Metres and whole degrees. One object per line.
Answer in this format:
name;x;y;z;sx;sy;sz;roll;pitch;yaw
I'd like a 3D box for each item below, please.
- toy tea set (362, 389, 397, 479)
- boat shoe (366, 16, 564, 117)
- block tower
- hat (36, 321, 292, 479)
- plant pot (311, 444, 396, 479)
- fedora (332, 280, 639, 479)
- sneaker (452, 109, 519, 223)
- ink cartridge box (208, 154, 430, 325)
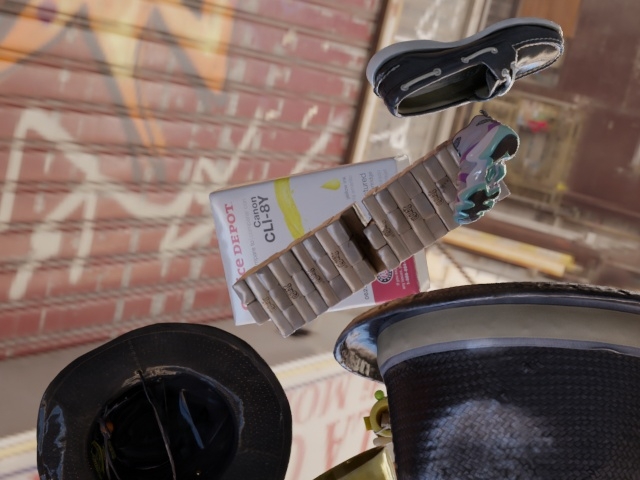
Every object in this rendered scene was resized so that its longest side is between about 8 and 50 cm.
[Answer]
toy tea set;0.197;0.406;1.957;0.200;0.335;0.124;-19;164;10
boat shoe;0.218;-0.236;1.572;0.303;0.114;0.091;-16;-124;-12
block tower;0.062;-0.007;1.340;0.091;0.336;0.097;56;-168;-5
hat;-0.200;0.255;1.467;0.332;0.331;0.134;13;-178;-3
plant pot;0.041;0.316;1.316;0.134;0.095;0.134;-29;175;-2
fedora;0.174;0.146;0.874;0.334;0.152;0.334;3;158;1
sneaker;0.134;-0.069;0.988;0.038;0.098;0.069;9;-151;-36
ink cartridge box;0.000;0.000;2.207;0.385;0.279;0.160;-10;-175;14
